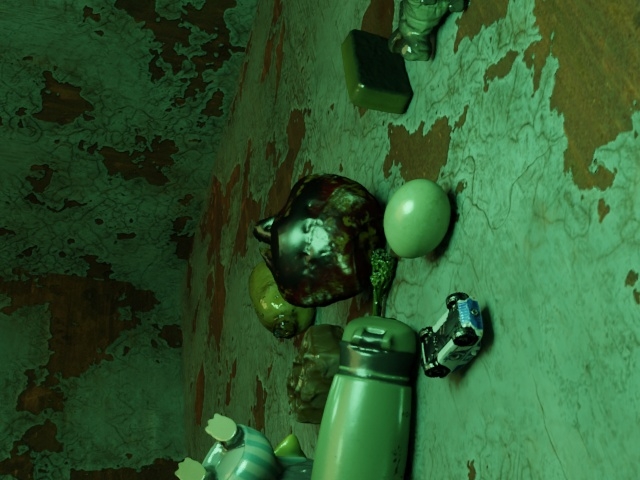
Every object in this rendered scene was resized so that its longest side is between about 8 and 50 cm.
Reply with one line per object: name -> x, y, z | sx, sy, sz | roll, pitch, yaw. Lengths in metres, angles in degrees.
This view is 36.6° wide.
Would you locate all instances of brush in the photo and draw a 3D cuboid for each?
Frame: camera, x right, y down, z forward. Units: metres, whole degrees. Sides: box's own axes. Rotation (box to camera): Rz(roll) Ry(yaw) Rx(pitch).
brush -> 0.115, -0.350, 1.997 | 0.059, 0.123, 0.197 | 121, 152, -43

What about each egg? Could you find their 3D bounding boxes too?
egg -> 0.168, -0.036, 1.692 | 0.114, 0.114, 0.152 | -107, 25, -55

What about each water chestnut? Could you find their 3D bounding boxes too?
water chestnut -> 0.000, 0.000, 2.017 | 0.289, 0.244, 0.289 | -173, 90, -71

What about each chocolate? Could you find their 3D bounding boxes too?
chocolate -> -0.011, 0.296, 2.182 | 0.148, 0.093, 0.214 | -113, 35, -57

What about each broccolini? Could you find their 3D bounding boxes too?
broccolini -> 0.115, 0.134, 1.935 | 0.054, 0.051, 0.239 | -52, -32, -73

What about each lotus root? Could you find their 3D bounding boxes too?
lotus root -> -0.098, 0.146, 2.425 | 0.284, 0.160, 0.146 | -103, 32, -58

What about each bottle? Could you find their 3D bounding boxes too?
bottle -> 0.087, 0.306, 1.740 | 0.168, 0.168, 0.347 | 167, 114, -72

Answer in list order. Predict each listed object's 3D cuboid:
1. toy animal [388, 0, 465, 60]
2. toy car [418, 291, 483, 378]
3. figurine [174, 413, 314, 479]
toy animal -> 0.201, -0.461, 1.799 | 0.168, 0.106, 0.343 | -101, 21, -45
toy car -> 0.210, 0.159, 1.539 | 0.171, 0.070, 0.080 | 119, 153, -48
figurine -> -0.023, 0.517, 1.803 | 0.377, 0.361, 0.266 | 13, 64, 46
